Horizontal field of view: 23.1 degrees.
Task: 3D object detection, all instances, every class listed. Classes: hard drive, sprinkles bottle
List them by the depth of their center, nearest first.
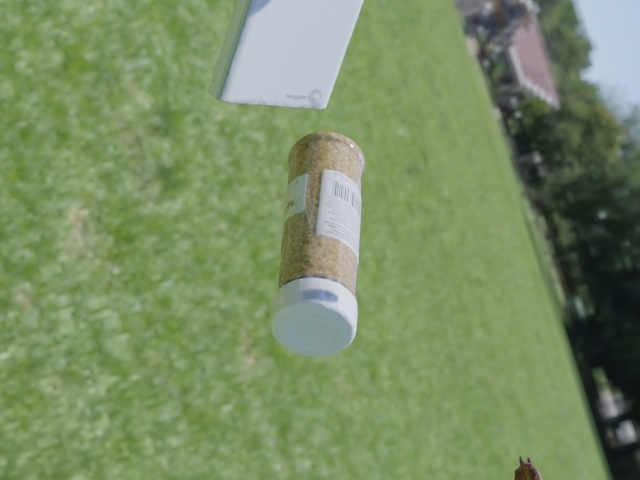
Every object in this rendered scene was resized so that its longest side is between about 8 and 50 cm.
[{"bbox_3d":[0.000,0.000,2.284,0.355,0.121,0.121,-85,158,-44],"label":"sprinkles bottle"},{"bbox_3d":[-0.029,-0.381,2.485,0.233,0.353,0.047,0,29,-43],"label":"hard drive"}]

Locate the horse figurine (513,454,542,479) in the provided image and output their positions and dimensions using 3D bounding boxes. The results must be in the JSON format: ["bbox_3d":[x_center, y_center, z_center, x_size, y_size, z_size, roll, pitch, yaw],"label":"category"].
[{"bbox_3d":[0.278,0.430,2.101,0.263,0.066,0.174,-89,-161,-67],"label":"horse figurine"}]
